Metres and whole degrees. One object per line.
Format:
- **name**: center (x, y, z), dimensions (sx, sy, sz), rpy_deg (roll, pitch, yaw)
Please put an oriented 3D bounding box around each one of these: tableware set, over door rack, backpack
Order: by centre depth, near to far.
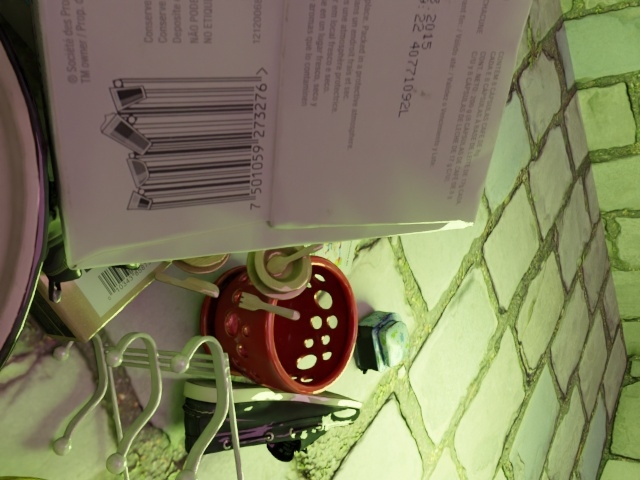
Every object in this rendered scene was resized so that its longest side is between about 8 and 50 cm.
- **over door rack**: center (-0.179, 0.262, 0.664), dimensions (0.108, 0.239, 0.324), rpy_deg (-30, 111, -50)
- **tableware set**: center (-0.095, 0.013, 0.725), dimensions (0.194, 0.039, 0.128), rpy_deg (18, 67, -18)
- **backpack**: center (0.128, 0.196, 1.168), dimensions (0.114, 0.084, 0.105), rpy_deg (-32, 115, -50)

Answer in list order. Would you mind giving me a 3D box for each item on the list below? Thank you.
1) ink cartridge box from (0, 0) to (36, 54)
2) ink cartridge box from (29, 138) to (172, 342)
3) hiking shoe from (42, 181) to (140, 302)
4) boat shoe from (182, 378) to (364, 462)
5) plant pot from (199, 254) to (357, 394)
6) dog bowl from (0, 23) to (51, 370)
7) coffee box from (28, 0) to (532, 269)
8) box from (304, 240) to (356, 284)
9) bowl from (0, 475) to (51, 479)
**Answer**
- **ink cartridge box**: center (-0.290, -0.308, 0.694), dimensions (0.104, 0.061, 0.181), rpy_deg (56, 48, -35)
- **ink cartridge box**: center (-0.264, -0.029, 0.695), dimensions (0.234, 0.088, 0.193), rpy_deg (-50, 126, -39)
- **hiking shoe**: center (-0.213, -0.030, 0.638), dimensions (0.227, 0.086, 0.114), rpy_deg (-35, 129, -40)
- **boat shoe**: center (-0.063, 0.279, 0.897), dimensions (0.340, 0.127, 0.113), rpy_deg (20, 76, -49)
- **plant pot**: center (-0.068, 0.117, 0.858), dimensions (0.191, 0.174, 0.191), rpy_deg (3, 86, -51)
- **dog bowl**: center (-0.373, -0.023, 0.374), dimensions (0.408, 0.150, 0.408), rpy_deg (0, 88, -11)
- **coffee box**: center (-0.064, -0.214, 0.503), dimensions (0.338, 0.334, 0.337), rpy_deg (-6, 121, -24)
- **box**: center (0.000, 0.000, 1.017), dimensions (0.186, 0.038, 0.145), rpy_deg (-10, 114, -55)
- **bowl**: center (-0.339, 0.349, 0.530), dimensions (0.289, 0.156, 0.289), rpy_deg (2, 87, -51)
